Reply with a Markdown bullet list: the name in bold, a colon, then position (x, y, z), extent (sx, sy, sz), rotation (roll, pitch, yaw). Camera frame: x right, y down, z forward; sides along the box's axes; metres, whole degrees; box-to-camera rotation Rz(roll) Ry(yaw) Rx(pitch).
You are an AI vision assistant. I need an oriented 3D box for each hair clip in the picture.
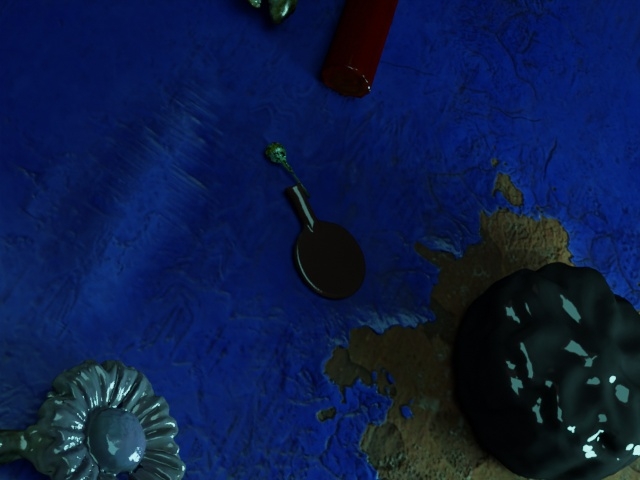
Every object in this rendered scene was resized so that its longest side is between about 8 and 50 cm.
- **hair clip**: position (-0.275, 0.206, 1.379), extent (0.300, 0.069, 0.173), rotation (-2, 68, -30)

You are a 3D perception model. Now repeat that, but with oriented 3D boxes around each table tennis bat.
- **table tennis bat**: position (0.000, 0.000, 1.667), extent (0.098, 0.019, 0.154), rotation (-23, 82, -35)

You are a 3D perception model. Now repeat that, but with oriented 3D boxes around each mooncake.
- **mooncake**: position (0.307, 0.158, 1.692), extent (0.283, 0.141, 0.283), rotation (14, 60, -26)

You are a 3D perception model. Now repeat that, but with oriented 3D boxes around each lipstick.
- **lipstick**: position (0.068, -0.316, 1.827), extent (0.073, 0.073, 0.279), rotation (28, 58, -16)

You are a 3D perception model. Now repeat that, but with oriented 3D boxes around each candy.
- **candy**: position (-0.039, -0.086, 1.687), extent (0.023, 0.025, 0.083), rotation (-34, 96, 6)

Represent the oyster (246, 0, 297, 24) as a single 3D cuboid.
- **oyster**: position (-0.017, -0.441, 1.794), extent (0.337, 0.133, 0.198), rotation (-53, 125, -22)
